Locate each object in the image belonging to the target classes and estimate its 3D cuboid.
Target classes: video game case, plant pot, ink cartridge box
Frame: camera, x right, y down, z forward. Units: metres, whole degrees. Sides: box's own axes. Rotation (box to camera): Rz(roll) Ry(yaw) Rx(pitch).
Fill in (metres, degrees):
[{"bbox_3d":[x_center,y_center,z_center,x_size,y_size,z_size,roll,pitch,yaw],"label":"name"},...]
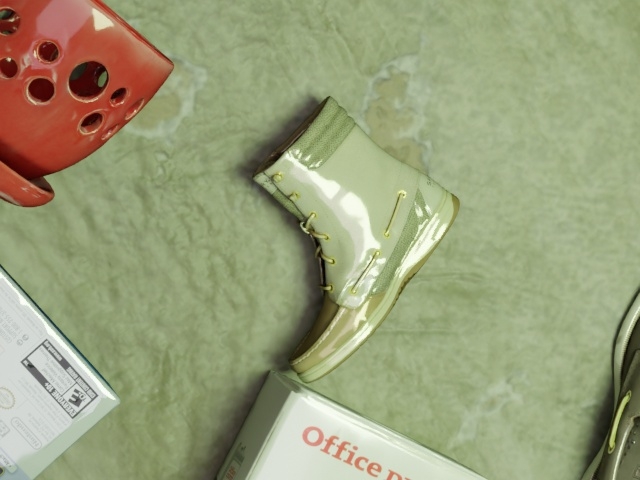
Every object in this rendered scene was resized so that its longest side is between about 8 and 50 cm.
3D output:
[{"bbox_3d":[-0.347,0.115,1.523,0.244,0.061,0.269,-42,103,-6],"label":"video game case"},{"bbox_3d":[-0.242,-0.137,1.458,0.191,0.191,0.174,42,91,-13],"label":"plant pot"},{"bbox_3d":[-0.008,0.285,1.589,0.207,0.117,0.283,28,90,-14],"label":"ink cartridge box"}]

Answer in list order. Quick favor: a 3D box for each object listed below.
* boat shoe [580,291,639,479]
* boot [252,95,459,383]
[{"bbox_3d":[0.315,0.166,1.661,0.116,0.097,0.324,21,91,-14],"label":"boat shoe"},{"bbox_3d":[0.000,0.000,1.583,0.165,0.077,0.213,39,81,-14],"label":"boot"}]
